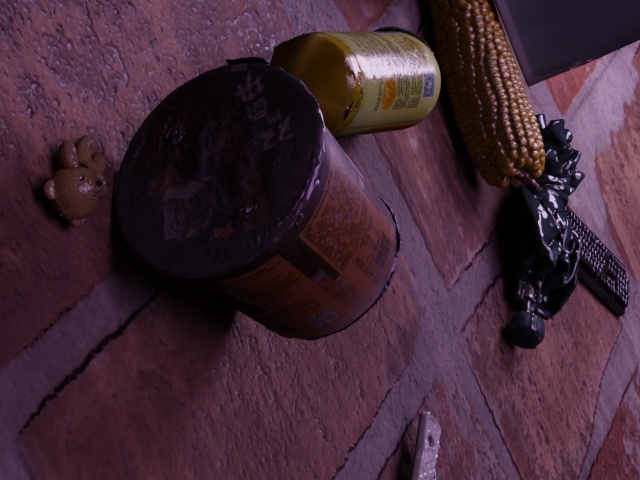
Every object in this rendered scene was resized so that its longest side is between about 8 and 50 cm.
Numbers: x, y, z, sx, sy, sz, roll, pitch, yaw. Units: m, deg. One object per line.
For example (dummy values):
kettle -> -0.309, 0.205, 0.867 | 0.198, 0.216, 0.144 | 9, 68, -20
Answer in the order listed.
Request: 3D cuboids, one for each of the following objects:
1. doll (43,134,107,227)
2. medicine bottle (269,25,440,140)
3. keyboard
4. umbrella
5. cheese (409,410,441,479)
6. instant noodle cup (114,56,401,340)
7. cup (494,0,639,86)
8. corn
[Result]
doll -> -0.212, -0.055, 1.400 | 0.061, 0.051, 0.093 | 56, 6, -26
medicine bottle -> 0.033, -0.172, 1.768 | 0.239, 0.124, 0.124 | -15, 89, -59
keyboard -> 0.396, 0.025, 2.356 | 0.230, 0.025, 0.093 | 38, 48, -45
umbrella -> 0.301, -0.010, 2.153 | 0.143, 0.094, 0.348 | 43, 44, -34
cheese -> 0.105, 0.292, 1.725 | 0.127, 0.054, 0.251 | 51, 37, -38
instant noodle cup -> -0.046, -0.024, 1.491 | 0.207, 0.218, 0.217 | 43, 42, -51
cup -> 0.358, -0.401, 2.216 | 0.356, 0.275, 0.259 | -94, 161, -60
corn -> 0.211, -0.202, 2.089 | 0.101, 0.101, 0.310 | -16, 86, -60
